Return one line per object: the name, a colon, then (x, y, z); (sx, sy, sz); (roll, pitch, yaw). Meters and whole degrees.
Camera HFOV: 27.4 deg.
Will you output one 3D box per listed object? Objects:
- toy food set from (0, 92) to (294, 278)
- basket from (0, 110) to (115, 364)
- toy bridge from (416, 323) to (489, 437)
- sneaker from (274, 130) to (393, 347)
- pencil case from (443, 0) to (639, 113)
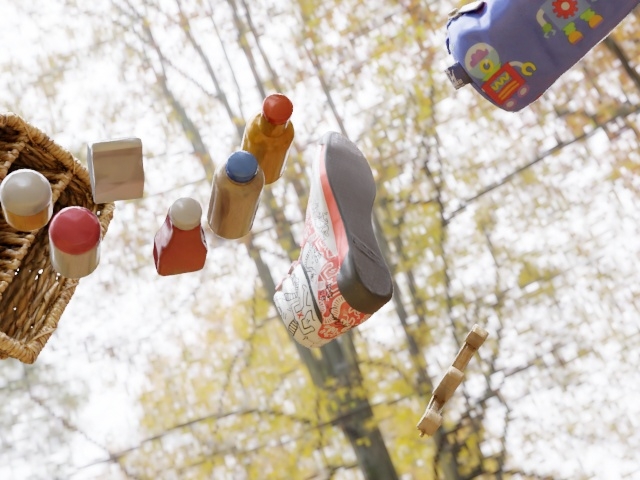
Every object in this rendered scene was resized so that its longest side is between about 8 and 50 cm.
toy food set: (-0.128, -0.041, 1.010); (0.232, 0.111, 0.104); (-7, -23, -14)
basket: (-0.430, -0.023, 1.671); (0.223, 0.299, 0.213); (5, -42, 22)
toy bridge: (0.172, 0.196, 1.769); (0.188, 0.026, 0.063); (-55, -6, -40)
sneaker: (-0.001, 0.000, 1.588); (0.090, 0.270, 0.145); (23, -49, -36)
pencil case: (0.259, -0.268, 1.365); (0.133, 0.119, 0.306); (42, -69, -12)
